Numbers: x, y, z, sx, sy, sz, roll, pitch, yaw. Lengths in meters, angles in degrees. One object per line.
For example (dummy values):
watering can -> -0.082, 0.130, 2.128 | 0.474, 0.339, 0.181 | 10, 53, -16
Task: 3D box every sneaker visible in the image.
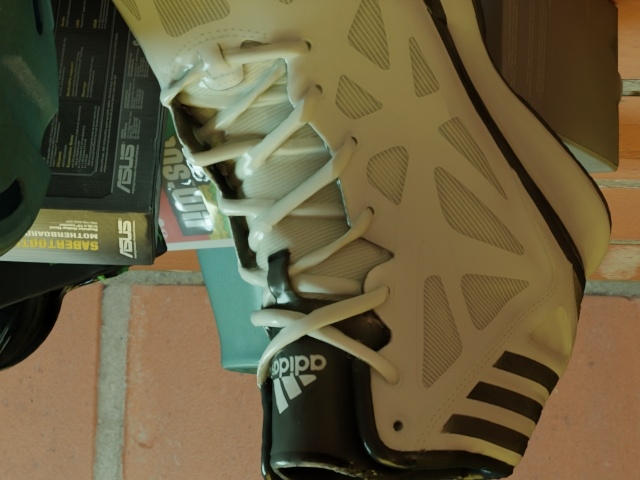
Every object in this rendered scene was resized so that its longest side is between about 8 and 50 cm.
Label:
sneaker -> 0.004, -0.021, 0.960 | 0.169, 0.257, 0.447 | -16, 133, 38

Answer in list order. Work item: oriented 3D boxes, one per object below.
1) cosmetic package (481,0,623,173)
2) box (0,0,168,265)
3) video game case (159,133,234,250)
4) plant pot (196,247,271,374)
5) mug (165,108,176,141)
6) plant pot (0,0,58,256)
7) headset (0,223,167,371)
cosmetic package -> 0.121, -0.122, 1.190 | 0.107, 0.127, 0.238 | -2, 169, 24
box -> -0.186, -0.093, 1.115 | 0.183, 0.231, 0.056 | 1, 143, -1
video game case -> -0.070, -0.088, 1.322 | 0.285, 0.204, 0.025 | -4, -152, 38
plant pot -> 0.000, 0.000, 1.662 | 0.271, 0.255, 0.271 | 3, 173, 0
mug -> -0.157, -0.132, 1.255 | 0.097, 0.158, 0.129 | -38, 177, -26
plant pot -> -0.334, -0.092, 0.906 | 0.334, 0.341, 0.341 | -8, 170, 15
headset -> -0.278, 0.073, 1.238 | 0.394, 0.185, 0.243 | -18, -179, 31
